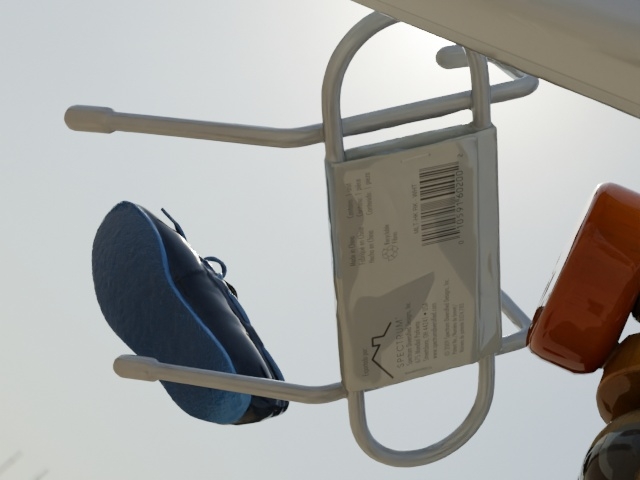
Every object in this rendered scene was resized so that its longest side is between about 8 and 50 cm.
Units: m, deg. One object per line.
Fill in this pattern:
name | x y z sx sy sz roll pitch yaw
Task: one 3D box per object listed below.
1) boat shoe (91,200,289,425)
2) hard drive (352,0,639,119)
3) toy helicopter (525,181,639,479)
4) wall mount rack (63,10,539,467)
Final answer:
boat shoe | -0.115 0.068 0.957 0.089 0.109 0.258 18 29 -45
hard drive | 0.145 -0.161 0.516 0.353 0.233 0.047 33 -26 42
toy helicopter | 0.109 0.165 0.474 0.140 0.235 0.355 23 -61 8
wall mount rack | 0.000 0.000 0.790 0.130 0.304 0.350 -126 -153 -58
